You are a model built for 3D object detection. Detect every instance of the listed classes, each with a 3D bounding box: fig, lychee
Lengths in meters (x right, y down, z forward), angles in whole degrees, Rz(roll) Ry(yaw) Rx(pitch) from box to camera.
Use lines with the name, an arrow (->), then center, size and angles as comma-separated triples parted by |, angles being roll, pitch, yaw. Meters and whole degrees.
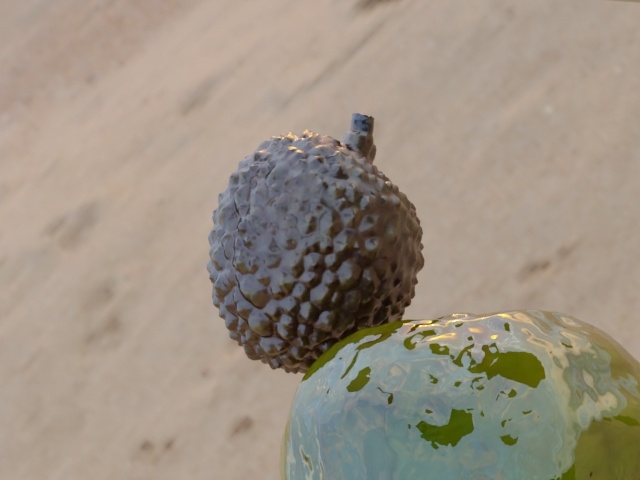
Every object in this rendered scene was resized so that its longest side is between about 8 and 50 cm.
fig -> 0.129, 0.227, 1.578 | 0.343, 0.343, 0.343 | -37, 26, 22
lychee -> 0.000, 0.000, 1.722 | 0.200, 0.200, 0.238 | 11, 75, 62

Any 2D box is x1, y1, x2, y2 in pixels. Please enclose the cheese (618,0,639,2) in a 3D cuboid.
cheese -> 0.248, -0.260, 1.465 | 0.316, 0.128, 0.259 | -7, 28, -16
